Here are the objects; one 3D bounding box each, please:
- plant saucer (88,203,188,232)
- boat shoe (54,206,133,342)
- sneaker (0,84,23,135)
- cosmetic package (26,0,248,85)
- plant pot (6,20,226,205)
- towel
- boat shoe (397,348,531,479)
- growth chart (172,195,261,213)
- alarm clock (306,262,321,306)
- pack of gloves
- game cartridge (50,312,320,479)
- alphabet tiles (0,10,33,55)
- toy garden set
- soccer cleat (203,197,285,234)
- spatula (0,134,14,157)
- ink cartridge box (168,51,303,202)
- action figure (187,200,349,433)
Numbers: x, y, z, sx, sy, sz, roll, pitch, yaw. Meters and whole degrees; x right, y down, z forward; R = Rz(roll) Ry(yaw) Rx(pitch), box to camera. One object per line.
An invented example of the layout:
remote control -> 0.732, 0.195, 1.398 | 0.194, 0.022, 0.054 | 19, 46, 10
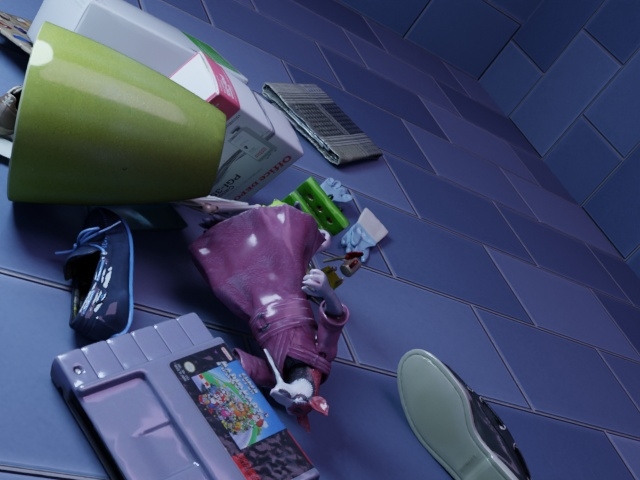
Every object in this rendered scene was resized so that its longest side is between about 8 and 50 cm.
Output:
plant saucer -> -0.314, -0.039, 1.511 | 0.067, 0.018, 0.192 | 49, 28, 22
boat shoe -> -0.325, 0.034, 1.265 | 0.089, 0.109, 0.258 | 24, 26, -35
sneaker -> -0.505, -0.232, 1.496 | 0.066, 0.071, 0.188 | 35, 20, -9
cosmetic package -> -0.347, -0.348, 1.674 | 0.365, 0.155, 0.197 | 21, 18, -44
plant pot -> -0.303, -0.166, 1.348 | 0.293, 0.275, 0.275 | 11, 32, -14
towel -> 0.003, -0.319, 2.395 | 0.312, 0.056, 0.324 | 47, 24, 13
boat shoe -> 0.261, 0.333, 1.513 | 0.340, 0.127, 0.113 | 51, 27, 23
growth chart -> -0.221, -0.067, 1.492 | 0.237, 0.021, 0.172 | 10, 8, 40
alarm clock -> -0.080, 0.052, 1.599 | 0.129, 0.064, 0.192 | 6, 46, -40
pack of gloves -> 0.049, -0.042, 1.997 | 0.195, 0.046, 0.232 | 49, 28, -3
game cartridge -> -0.157, 0.255, 1.104 | 0.230, 0.068, 0.355 | -19, 58, -38
alphabet tiles -> -0.499, -0.360, 1.733 | 0.342, 0.011, 0.285 | 36, 14, 16
toy garden set -> 0.000, 0.000, 1.613 | 0.049, 0.244, 0.204 | -41, 93, -32
soccer cleat -> -0.132, -0.013, 1.558 | 0.060, 0.178, 0.072 | 59, 9, -79
spatula -> -0.609, -0.216, 1.420 | 0.242, 0.019, 0.168 | 24, 29, -28
ink cartridge box -> -0.194, -0.191, 1.623 | 0.283, 0.207, 0.117 | 30, 28, -53
action figure -> -0.072, 0.130, 1.373 | 0.276, 0.248, 0.370 | 45, 23, -66
